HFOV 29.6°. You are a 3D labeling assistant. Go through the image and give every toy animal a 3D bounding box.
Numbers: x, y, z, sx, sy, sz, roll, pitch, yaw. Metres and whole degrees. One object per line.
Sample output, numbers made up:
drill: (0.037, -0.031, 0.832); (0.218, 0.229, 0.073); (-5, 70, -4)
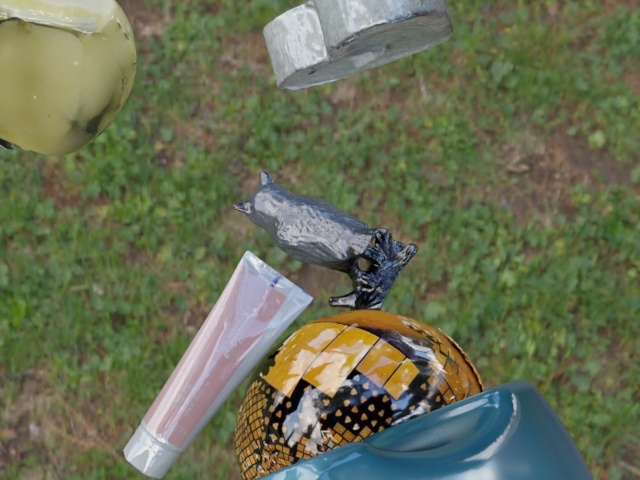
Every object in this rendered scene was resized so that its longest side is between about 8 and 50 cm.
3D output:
toy animal: (-0.003, -0.003, 1.377); (0.210, 0.117, 0.121); (31, 76, 1)

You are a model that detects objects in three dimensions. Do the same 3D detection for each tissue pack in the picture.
tissue pack: (0.062, 0.227, 0.817); (0.287, 0.198, 0.206); (-13, 76, -46)

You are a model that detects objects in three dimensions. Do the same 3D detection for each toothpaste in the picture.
toothpaste: (-0.090, 0.105, 0.987); (0.067, 0.043, 0.194); (36, 93, -7)

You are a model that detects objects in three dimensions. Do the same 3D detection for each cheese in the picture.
cheese: (-0.374, -0.223, 1.613); (0.260, 0.316, 0.128); (17, 51, 3)

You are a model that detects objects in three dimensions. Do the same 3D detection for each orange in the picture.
orange: (0.037, 0.166, 1.098); (0.234, 0.234, 0.182); (-9, 44, -12)

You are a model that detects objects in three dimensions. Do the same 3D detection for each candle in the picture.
candle: (0.049, -0.194, 1.074); (0.168, 0.192, 0.068); (-16, 87, -38)
